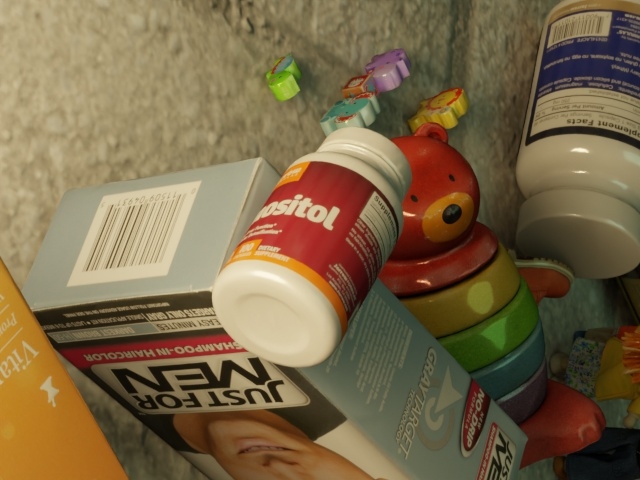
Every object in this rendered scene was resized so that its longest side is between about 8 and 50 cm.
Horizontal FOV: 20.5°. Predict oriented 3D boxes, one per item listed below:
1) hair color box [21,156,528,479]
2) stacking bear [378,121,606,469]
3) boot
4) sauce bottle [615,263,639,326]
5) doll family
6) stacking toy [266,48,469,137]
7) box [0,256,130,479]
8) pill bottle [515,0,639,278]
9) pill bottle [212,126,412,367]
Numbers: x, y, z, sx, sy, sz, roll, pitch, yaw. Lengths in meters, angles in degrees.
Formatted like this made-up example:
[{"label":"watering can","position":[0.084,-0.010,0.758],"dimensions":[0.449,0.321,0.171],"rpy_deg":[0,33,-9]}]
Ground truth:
[{"label":"hair color box","position":[-0.024,0.102,1.294],"dimensions":[0.374,0.185,0.113],"rpy_deg":[46,50,-39]},{"label":"stacking bear","position":[0.103,0.049,1.486],"dimensions":[0.175,0.164,0.289],"rpy_deg":[-25,111,-16]},{"label":"boot","position":[0.187,0.054,1.704],"dimensions":[0.158,0.059,0.084],"rpy_deg":[8,80,-44]},{"label":"sauce bottle","position":[0.418,0.114,1.960],"dimensions":[0.344,0.111,0.111],"rpy_deg":[62,41,-28]},{"label":"doll family","position":[0.311,0.181,1.752],"dimensions":[0.118,0.163,0.262],"rpy_deg":[16,71,-51]},{"label":"stacking toy","position":[0.045,-0.127,1.545],"dimensions":[0.167,0.052,0.221],"rpy_deg":[62,42,-25]},{"label":"box","position":[-0.227,0.199,1.016],"dimensions":[0.215,0.168,0.345],"rpy_deg":[-52,125,-45]},{"label":"pill bottle","position":[0.277,-0.105,1.771],"dimensions":[0.153,0.153,0.264],"rpy_deg":[41,53,-42]},{"label":"pill bottle","position":[0.000,0.000,1.115],"dimensions":[0.086,0.086,0.152],"rpy_deg":[58,43,-29]}]
